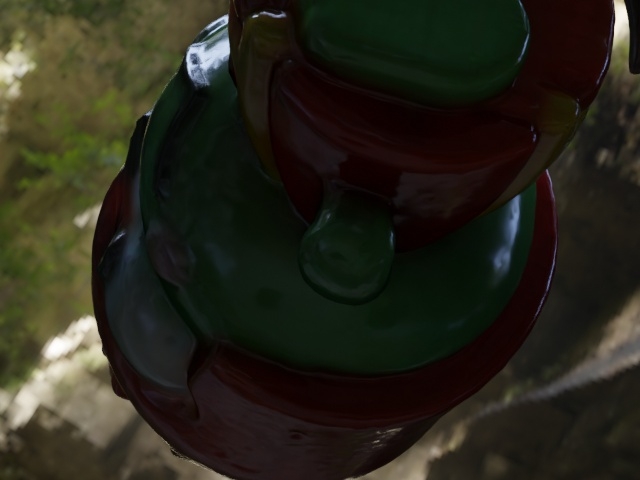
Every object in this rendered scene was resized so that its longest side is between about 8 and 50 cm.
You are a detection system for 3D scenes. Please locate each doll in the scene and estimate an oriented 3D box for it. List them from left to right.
[{"bbox_3d":[-0.001,0.000,0.734,0.160,0.182,0.363,15,-33,-15],"label":"doll"}]

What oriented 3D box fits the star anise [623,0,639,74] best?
[{"bbox_3d":[0.078,-0.207,1.061,0.227,0.148,0.218,19,-48,24],"label":"star anise"}]
